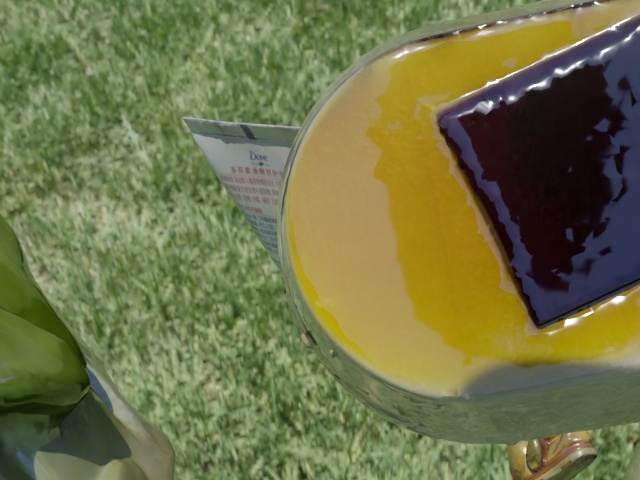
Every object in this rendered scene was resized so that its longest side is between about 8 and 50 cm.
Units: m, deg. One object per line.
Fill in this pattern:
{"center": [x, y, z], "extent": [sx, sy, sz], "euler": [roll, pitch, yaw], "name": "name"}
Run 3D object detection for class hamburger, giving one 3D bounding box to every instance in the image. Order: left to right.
{"center": [0.122, -0.014, 0.596], "extent": [0.295, 0.151, 0.227], "euler": [-10, 83, 8], "name": "hamburger"}

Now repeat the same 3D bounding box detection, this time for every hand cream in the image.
{"center": [0.000, 0.000, 0.851], "extent": [0.133, 0.248, 0.083], "euler": [9, 54, 39], "name": "hand cream"}

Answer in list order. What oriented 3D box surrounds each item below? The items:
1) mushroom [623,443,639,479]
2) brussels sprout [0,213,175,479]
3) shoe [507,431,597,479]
{"center": [0.456, 0.308, 1.209], "extent": [0.267, 0.189, 0.164], "euler": [38, 48, 2], "name": "mushroom"}
{"center": [-0.208, 0.060, 0.371], "extent": [0.247, 0.328, 0.328], "euler": [-35, 42, 32], "name": "brussels sprout"}
{"center": [0.246, 0.222, 1.214], "extent": [0.072, 0.109, 0.069], "euler": [-6, 64, -18], "name": "shoe"}
